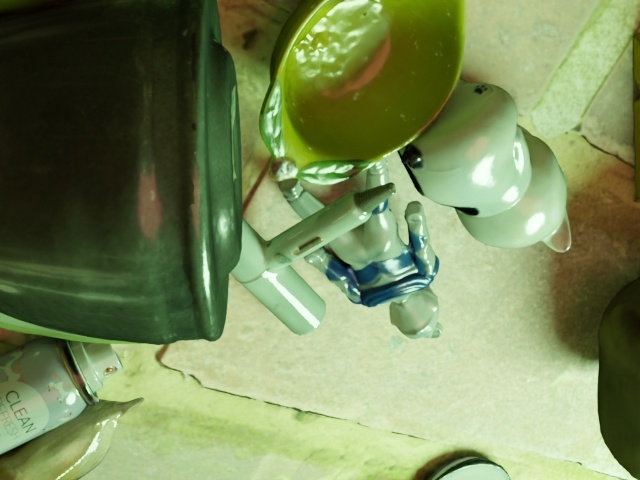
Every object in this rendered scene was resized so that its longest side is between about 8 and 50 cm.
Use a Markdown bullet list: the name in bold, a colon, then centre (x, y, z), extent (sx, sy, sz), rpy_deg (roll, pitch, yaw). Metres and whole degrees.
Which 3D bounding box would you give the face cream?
- **face cream**: centre (-0.271, 0.138, 0.930), extent (0.229, 0.075, 0.075), rpy_deg (-26, 126, -8)

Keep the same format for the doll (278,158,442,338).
- **doll**: centre (0.051, 0.015, 1.013), extent (0.114, 0.057, 0.227), rpy_deg (-20, 127, 14)

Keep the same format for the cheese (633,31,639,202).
- **cheese**: centre (0.344, -0.102, 1.069), extent (0.093, 0.126, 0.171), rpy_deg (-19, 146, -11)

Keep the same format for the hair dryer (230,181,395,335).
- **hair dryer**: centre (0.006, 0.004, 0.943), extent (0.183, 0.044, 0.155), rpy_deg (-18, 134, 29)

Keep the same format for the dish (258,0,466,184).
- **dish**: centre (0.021, -0.138, 0.891), extent (0.208, 0.080, 0.149), rpy_deg (-45, 126, 4)

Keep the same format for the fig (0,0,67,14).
- **fig**: centre (-0.183, -0.266, 0.634), extent (0.239, 0.239, 0.271), rpy_deg (31, 86, -35)

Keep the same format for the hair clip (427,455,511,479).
- **hair clip**: centre (0.145, 0.281, 1.222), extent (0.172, 0.049, 0.116), rpy_deg (1, 123, -27)

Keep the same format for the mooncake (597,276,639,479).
- **mooncake**: centre (0.408, 0.122, 1.100), extent (0.285, 0.284, 0.155), rpy_deg (-16, 119, -15)

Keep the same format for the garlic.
- **garlic**: centre (-0.220, 0.181, 0.977), extent (0.152, 0.084, 0.066), rpy_deg (-28, 109, -23)

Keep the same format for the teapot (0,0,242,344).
- **teapot**: centre (-0.172, -0.047, 0.798), extent (0.240, 0.321, 0.239), rpy_deg (-1, 85, 0)

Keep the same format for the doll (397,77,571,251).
- **doll**: centre (0.140, -0.063, 0.972), extent (0.181, 0.110, 0.106), rpy_deg (34, 81, -40)
